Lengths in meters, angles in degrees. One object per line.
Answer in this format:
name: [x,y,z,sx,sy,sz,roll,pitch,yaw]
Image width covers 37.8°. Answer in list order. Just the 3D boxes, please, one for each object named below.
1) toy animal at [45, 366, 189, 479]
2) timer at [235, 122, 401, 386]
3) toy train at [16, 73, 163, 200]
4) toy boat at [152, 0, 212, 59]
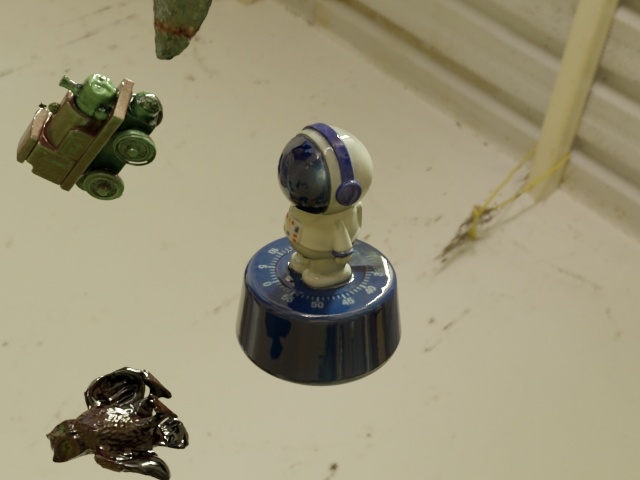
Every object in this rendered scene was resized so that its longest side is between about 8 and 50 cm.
toy animal: [-0.287,0.279,1.328,0.218,0.180,0.116,-121,-168,-47]
timer: [0.000,0.000,1.428,0.270,0.270,0.383,28,-49,34]
toy train: [-0.452,-0.215,1.864,0.222,0.150,0.304,27,-47,-25]
toy boat: [-0.207,-0.382,1.315,0.206,0.096,0.282,17,-58,25]
